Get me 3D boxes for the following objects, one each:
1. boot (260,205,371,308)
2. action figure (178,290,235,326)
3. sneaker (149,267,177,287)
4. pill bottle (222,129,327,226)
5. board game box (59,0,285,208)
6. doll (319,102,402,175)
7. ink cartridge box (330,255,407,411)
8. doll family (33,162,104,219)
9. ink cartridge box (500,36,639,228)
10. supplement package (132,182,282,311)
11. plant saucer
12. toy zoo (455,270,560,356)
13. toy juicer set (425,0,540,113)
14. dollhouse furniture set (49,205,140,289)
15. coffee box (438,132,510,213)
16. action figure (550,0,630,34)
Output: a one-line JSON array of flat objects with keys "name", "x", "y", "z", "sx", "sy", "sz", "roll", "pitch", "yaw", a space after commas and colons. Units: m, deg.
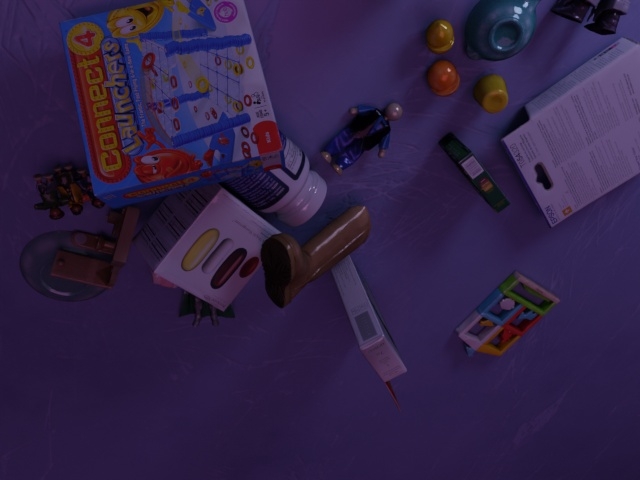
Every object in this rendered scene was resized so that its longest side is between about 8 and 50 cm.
[{"name": "boot", "x": 0.000, "y": 0.000, "z": 1.139, "sx": 0.269, "sy": 0.089, "sz": 0.236, "roll": -37, "pitch": 161, "yaw": -27}, {"name": "action figure", "x": -0.270, "y": 0.097, "z": 1.258, "sx": 0.137, "sy": 0.063, "sz": 0.232, "roll": -1, "pitch": 121, "yaw": -9}, {"name": "sneaker", "x": -0.342, "y": 0.052, "z": 1.211, "sx": 0.070, "sy": 0.051, "sz": 0.134, "roll": 12, "pitch": 125, "yaw": -26}, {"name": "pill bottle", "x": -0.118, "y": -0.149, "z": 1.065, "sx": 0.153, "sy": 0.153, "sz": 0.265, "roll": -41, "pitch": 123, "yaw": 15}, {"name": "board game box", "x": -0.241, "y": -0.241, "z": 0.899, "sx": 0.302, "sy": 0.086, "sz": 0.308, "roll": -15, "pitch": 81, "yaw": -4}, {"name": "doll", "x": 0.094, "y": -0.219, "z": 1.134, "sx": 0.189, "sy": 0.046, "sz": 0.129, "roll": -40, "pitch": 114, "yaw": 7}, {"name": "ink cartridge box", "x": 0.128, "y": 0.214, "z": 1.287, "sx": 0.066, "sy": 0.296, "sz": 0.261, "roll": -28, "pitch": 126, "yaw": 6}, {"name": "doll family", "x": -0.460, "y": -0.098, "z": 1.067, "sx": 0.193, "sy": 0.076, "sz": 0.111, "roll": -11, "pitch": 121, "yaw": -10}, {"name": "ink cartridge box", "x": 0.604, "y": -0.230, "z": 1.239, "sx": 0.330, "sy": 0.071, "sz": 0.324, "roll": -34, "pitch": 126, "yaw": 14}, {"name": "supplement package", "x": -0.225, "y": -0.005, "z": 1.091, "sx": 0.203, "sy": 0.149, "sz": 0.194, "roll": -51, "pitch": 133, "yaw": 0}, {"name": "plant saucer", "x": -0.555, "y": 0.070, "z": 1.181, "sx": 0.195, "sy": 0.037, "sz": 0.194, "roll": -6, "pitch": 125, "yaw": -9}, {"name": "toy zoo", "x": 0.524, "y": 0.232, "z": 1.558, "sx": 0.192, "sy": 0.030, "sz": 0.293, "roll": 27, "pitch": 114, "yaw": -28}, {"name": "toy juicer set", "x": 0.312, "y": -0.417, "z": 1.035, "sx": 0.209, "sy": 0.089, "sz": 0.329, "roll": 11, "pitch": 130, "yaw": -5}, {"name": "dollhouse furniture set", "x": -0.457, "y": 0.004, "z": 1.091, "sx": 0.123, "sy": 0.144, "sz": 0.151, "roll": 17, "pitch": 159, "yaw": -24}, {"name": "coffee box", "x": 0.344, "y": -0.149, "z": 1.203, "sx": 0.040, "sy": 0.113, "sz": 0.184, "roll": -41, "pitch": 125, "yaw": 13}, {"name": "action figure", "x": 0.564, "y": -0.542, "z": 1.002, "sx": 0.185, "sy": 0.099, "sz": 0.285, "roll": 19, "pitch": 114, "yaw": -16}]
